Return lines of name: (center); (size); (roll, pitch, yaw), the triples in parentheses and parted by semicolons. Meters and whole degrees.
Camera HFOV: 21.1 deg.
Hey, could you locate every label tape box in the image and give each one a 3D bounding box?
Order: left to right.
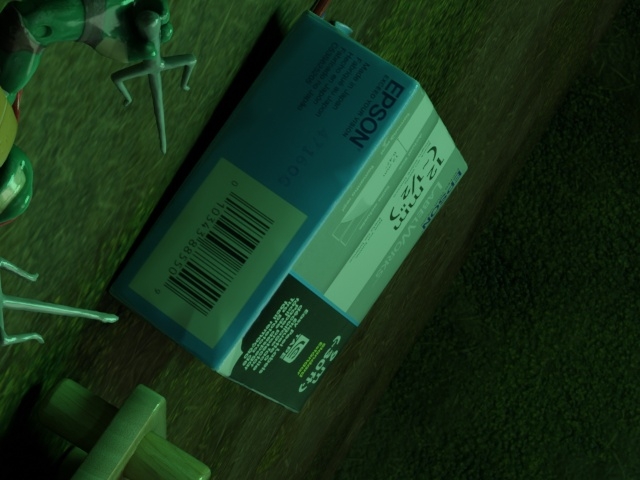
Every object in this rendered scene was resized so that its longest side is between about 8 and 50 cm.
label tape box: (0.000, 0.000, 1.348); (0.249, 0.115, 0.348); (-55, 160, -3)

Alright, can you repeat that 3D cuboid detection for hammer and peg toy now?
hammer and peg toy: (-0.189, 0.253, 1.263); (0.266, 0.127, 0.361); (-56, 172, -20)

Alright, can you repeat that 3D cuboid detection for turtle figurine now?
turtle figurine: (-0.145, -0.048, 0.687); (0.234, 0.118, 0.175); (59, 46, -61)

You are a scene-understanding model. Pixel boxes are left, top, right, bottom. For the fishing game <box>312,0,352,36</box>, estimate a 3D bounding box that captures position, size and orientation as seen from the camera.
fishing game: (-0.014, -0.089, 1.399); (0.189, 0.041, 0.264); (-58, 169, -22)
